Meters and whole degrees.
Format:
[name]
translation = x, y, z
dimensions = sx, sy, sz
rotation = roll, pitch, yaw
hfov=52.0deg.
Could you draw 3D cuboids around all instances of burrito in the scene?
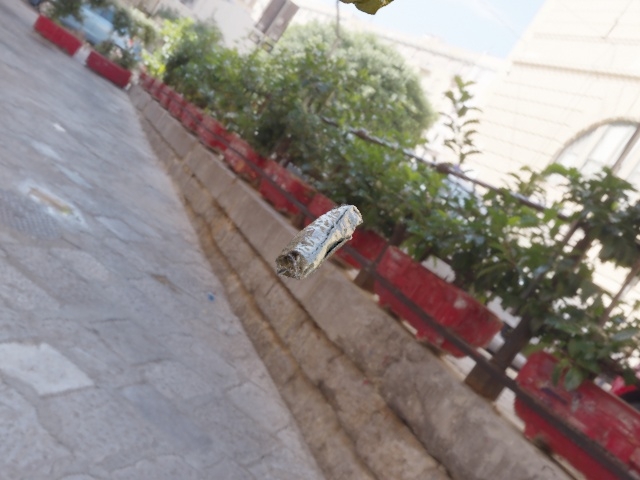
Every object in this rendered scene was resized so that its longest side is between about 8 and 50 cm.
[burrito]
translation = 0.001, 0.002, 0.868
dimensions = 0.058, 0.044, 0.188
rotation = -1, 24, 34

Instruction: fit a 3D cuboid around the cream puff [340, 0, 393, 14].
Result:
[cream puff]
translation = 0.084, -0.373, 0.687
dimensions = 0.282, 0.281, 0.185
rotation = 36, 5, 21
